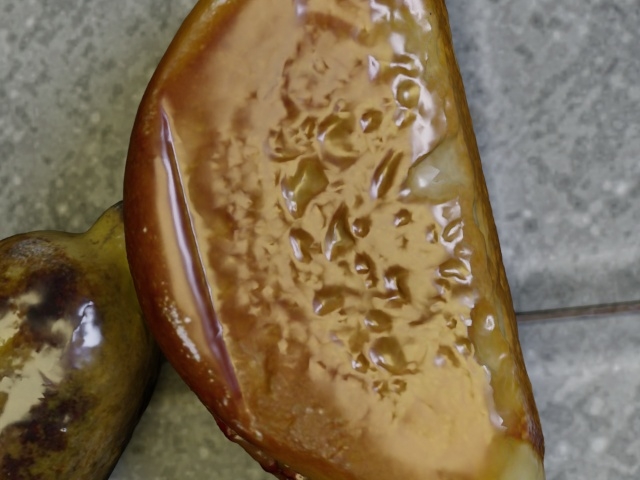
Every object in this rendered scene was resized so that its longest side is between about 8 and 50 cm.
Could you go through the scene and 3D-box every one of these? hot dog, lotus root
[{"bbox_3d":[0.001,0.000,0.824,0.223,0.185,0.405,-14,87,8],"label":"hot dog"},{"bbox_3d":[-0.205,0.098,0.881,0.169,0.141,0.314,32,94,4],"label":"lotus root"}]
